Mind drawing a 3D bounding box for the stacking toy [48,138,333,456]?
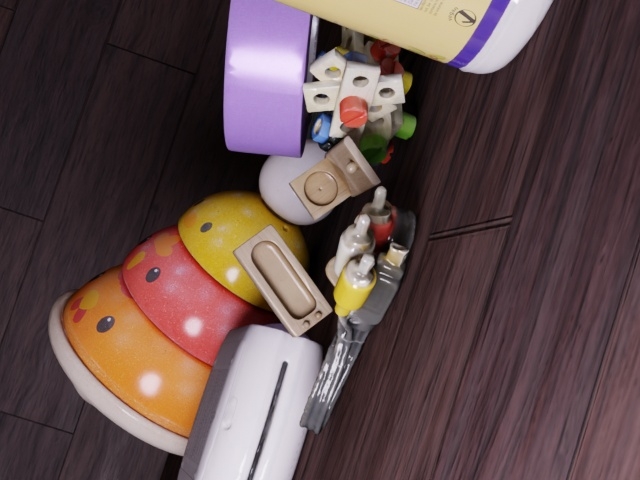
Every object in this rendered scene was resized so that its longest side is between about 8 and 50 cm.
[{"bbox_3d":[-0.135,0.043,1.846,0.480,0.350,0.350,-52,13,14],"label":"stacking toy"}]

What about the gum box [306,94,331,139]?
[{"bbox_3d":[-0.014,-0.151,2.167,0.184,0.041,0.157,119,168,-48],"label":"gum box"}]

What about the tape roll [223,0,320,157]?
[{"bbox_3d":[-0.051,-0.237,1.482,0.275,0.090,0.275,5,-90,-89],"label":"tape roll"}]

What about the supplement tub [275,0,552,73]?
[{"bbox_3d":[0.037,-0.299,1.062,0.241,0.331,0.241,-161,90,-83],"label":"supplement tub"}]

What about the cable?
[{"bbox_3d":[0.023,0.066,1.261,0.139,0.072,0.287,-71,5,-47],"label":"cable"}]

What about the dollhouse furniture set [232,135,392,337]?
[{"bbox_3d":[0.000,0.000,1.320,0.151,0.144,0.123,-36,2,-10],"label":"dollhouse furniture set"}]

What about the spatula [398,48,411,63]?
[{"bbox_3d":[0.084,-0.197,1.619,0.296,0.030,0.084,119,167,-50],"label":"spatula"}]

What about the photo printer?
[{"bbox_3d":[-0.087,0.225,1.525,0.307,0.107,0.256,149,139,-77],"label":"photo printer"}]

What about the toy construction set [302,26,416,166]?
[{"bbox_3d":[0.065,-0.210,1.407,0.215,0.151,0.328,-50,16,45],"label":"toy construction set"}]
